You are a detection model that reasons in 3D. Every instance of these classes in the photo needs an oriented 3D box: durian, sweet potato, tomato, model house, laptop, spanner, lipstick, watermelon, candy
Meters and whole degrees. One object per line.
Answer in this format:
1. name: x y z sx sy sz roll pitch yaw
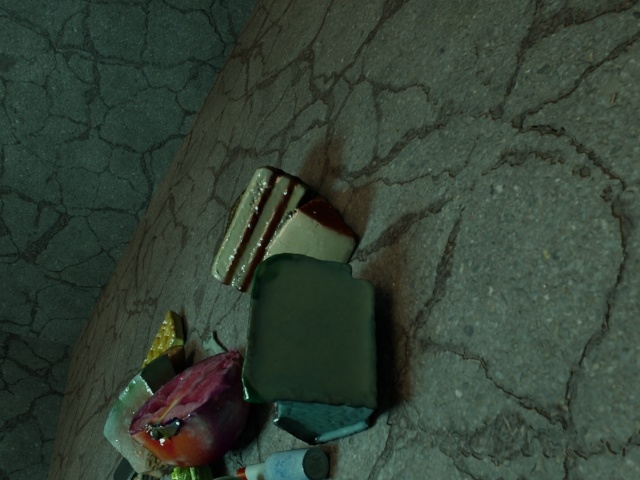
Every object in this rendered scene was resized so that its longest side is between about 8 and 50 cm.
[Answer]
1. durian: -0.294 0.594 1.228 0.107 0.132 0.375 -40 27 -6
2. sweet potato: -0.536 0.491 1.711 0.385 0.109 0.109 -62 29 16
3. tomato: -0.268 0.404 1.242 0.335 0.176 0.289 -27 14 37
4. model house: -0.029 0.208 0.967 0.248 0.230 0.280 110 167 -55
5. laptop: -0.585 0.687 1.592 0.180 0.016 0.129 -59 30 11
6. spanner: -0.279 0.321 1.479 0.302 0.018 0.071 21 89 61
7. lipstick: -0.087 0.449 1.019 0.274 0.061 0.068 -34 45 45
8. watermelon: -0.502 0.496 1.507 0.302 0.151 0.264 47 111 35
9. candy: -0.153 -0.032 1.331 0.320 0.135 0.179 -61 2 12

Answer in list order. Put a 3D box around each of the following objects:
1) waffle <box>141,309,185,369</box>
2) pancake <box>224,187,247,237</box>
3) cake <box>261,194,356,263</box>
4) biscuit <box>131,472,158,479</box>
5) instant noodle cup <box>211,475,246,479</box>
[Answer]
1. waffle: -0.559 0.402 1.857 0.274 0.057 0.168 -62 30 12
2. pancake: -0.266 -0.087 1.735 0.190 0.020 0.184 -7 64 59
3. cake: 0.000 0.000 1.193 0.158 0.160 0.262 -58 -4 19
4. biscuit: -0.534 0.795 1.525 0.144 0.079 0.426 -49 35 29
5. instant noodle cup: -0.130 0.556 0.901 0.233 0.207 0.207 6 76 52
